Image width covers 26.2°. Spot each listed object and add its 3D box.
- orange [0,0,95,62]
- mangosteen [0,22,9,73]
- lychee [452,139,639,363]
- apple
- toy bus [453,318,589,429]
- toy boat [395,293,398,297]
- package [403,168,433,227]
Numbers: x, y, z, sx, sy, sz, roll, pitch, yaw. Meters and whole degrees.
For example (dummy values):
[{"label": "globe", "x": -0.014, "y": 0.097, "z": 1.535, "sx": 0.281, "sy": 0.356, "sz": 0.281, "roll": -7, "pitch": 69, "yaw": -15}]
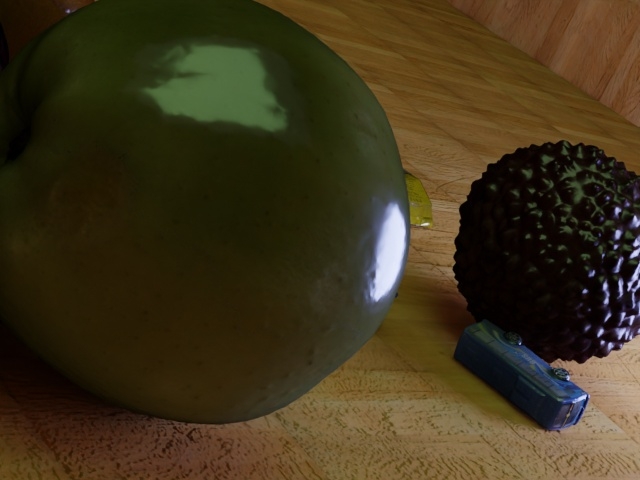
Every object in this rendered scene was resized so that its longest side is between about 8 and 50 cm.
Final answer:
[{"label": "orange", "x": -0.364, "y": -0.271, "z": 1.649, "sx": 0.206, "sy": 0.206, "sz": 0.206, "roll": 22, "pitch": 19, "yaw": -8}, {"label": "mangosteen", "x": -0.412, "y": -0.156, "z": 1.281, "sx": 0.228, "sy": 0.228, "sz": 0.265, "roll": 21, "pitch": 42, "yaw": -11}, {"label": "lychee", "x": 0.285, "y": 0.010, "z": 1.612, "sx": 0.264, "sy": 0.264, "sz": 0.300, "roll": 28, "pitch": 36, "yaw": 7}, {"label": "apple", "x": -0.108, "y": -0.034, "z": 1.102, "sx": 0.357, "sy": 0.357, "sz": 0.357, "roll": 22, "pitch": 19, "yaw": -8}, {"label": "toy bus", "x": 0.216, "y": 0.146, "z": 1.492, "sx": 0.061, "sy": 0.051, "sz": 0.153, "roll": -14, "pitch": 42, "yaw": -43}, {"label": "toy boat", "x": 0.000, "y": 0.000, "z": 1.534, "sx": 0.100, "sy": 0.097, "sz": 0.223, "roll": 8, "pitch": 26, "yaw": -47}, {"label": "package", "x": 0.105, "y": -0.071, "z": 1.920, "sx": 0.071, "sy": 0.047, "sz": 0.131, "roll": 10, "pitch": 22, "yaw": -45}]
